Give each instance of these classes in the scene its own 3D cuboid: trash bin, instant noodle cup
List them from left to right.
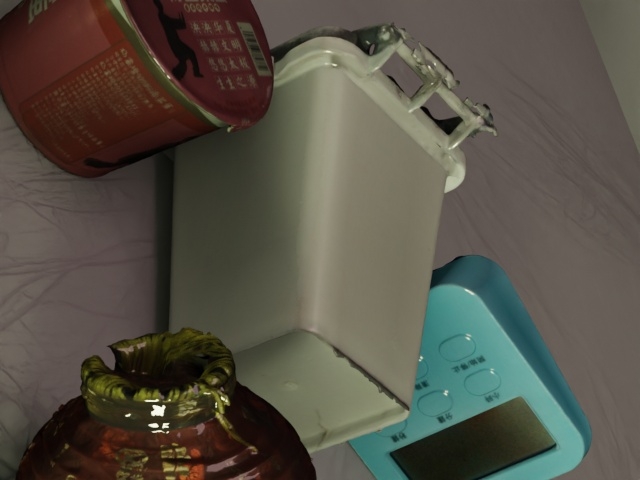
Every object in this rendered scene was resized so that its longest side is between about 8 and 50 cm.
[{"bbox_3d":[-0.181,-0.175,1.685,0.235,0.178,0.235,43,32,-36],"label":"instant noodle cup"},{"bbox_3d":[0.000,0.000,1.750,0.256,0.296,0.368,43,38,-37],"label":"trash bin"}]

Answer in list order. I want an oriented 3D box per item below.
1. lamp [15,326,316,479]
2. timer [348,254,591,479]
[{"bbox_3d":[-0.120,0.188,1.396,0.247,0.247,0.247,42,32,-35],"label":"lamp"},{"bbox_3d":[0.130,0.167,1.872,0.250,0.232,0.091,58,27,-7],"label":"timer"}]
